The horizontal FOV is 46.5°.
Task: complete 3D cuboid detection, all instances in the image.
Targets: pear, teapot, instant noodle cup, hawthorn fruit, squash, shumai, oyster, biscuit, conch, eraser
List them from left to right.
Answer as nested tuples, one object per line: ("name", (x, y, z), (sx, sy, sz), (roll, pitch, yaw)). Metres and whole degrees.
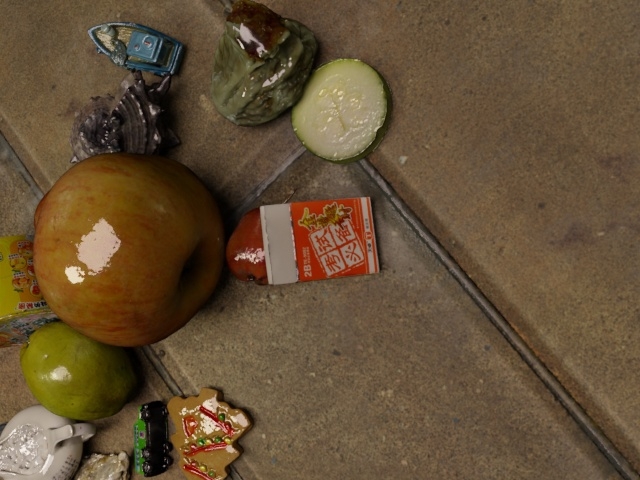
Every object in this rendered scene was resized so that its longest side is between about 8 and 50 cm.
("instant noodle cup", (-0.690, 0.115, 1.718), (0.264, 0.264, 0.200), (-22, 72, 20))
("teapot", (-0.646, 0.477, 1.729), (0.299, 0.166, 0.208), (-29, 56, 20))
("pear", (-0.540, 0.291, 1.667), (0.269, 0.212, 0.212), (34, 102, -7))
("oyster", (-0.509, 0.553, 1.722), (0.163, 0.081, 0.191), (35, 98, 23))
("conch", (-0.444, -0.256, 1.675), (0.313, 0.186, 0.241), (-48, 63, 34))
("biscuit", (-0.252, 0.444, 1.641), (0.212, 0.041, 0.239), (6, 90, 20))
("shumai", (-0.154, -0.370, 1.517), (0.260, 0.222, 0.225), (-43, 63, 22))
("hawthorn fruit", (-0.113, -0.010, 1.548), (0.162, 0.163, 0.204), (6, 69, 22))
("eraser", (0.000, 0.000, 1.476), (0.230, 0.038, 0.157), (-6, 86, -20))
("squash", (0.043, -0.270, 1.544), (0.219, 0.041, 0.219), (-3, 84, 24))

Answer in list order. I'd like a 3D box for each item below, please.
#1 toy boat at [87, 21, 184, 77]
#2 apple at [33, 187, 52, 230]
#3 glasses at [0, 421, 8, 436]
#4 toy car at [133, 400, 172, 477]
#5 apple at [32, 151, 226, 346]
("toy boat", (-0.430, -0.445, 1.699), (0.237, 0.098, 0.109), (20, 93, 21))
("apple", (-0.559, -0.045, 1.685), (0.160, 0.195, 0.173), (2, 51, 15))
("glasses", (-0.893, 0.483, 1.779), (0.234, 0.268, 0.118), (-10, 67, 23))
("toy car", (-0.382, 0.444, 1.678), (0.062, 0.071, 0.165), (-4, 87, 35))
("apple", (-0.372, 0.012, 1.514), (0.333, 0.400, 0.401), (2, 90, 14))
